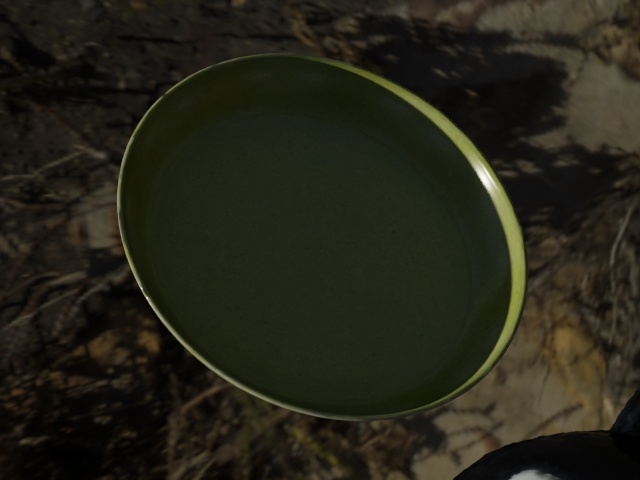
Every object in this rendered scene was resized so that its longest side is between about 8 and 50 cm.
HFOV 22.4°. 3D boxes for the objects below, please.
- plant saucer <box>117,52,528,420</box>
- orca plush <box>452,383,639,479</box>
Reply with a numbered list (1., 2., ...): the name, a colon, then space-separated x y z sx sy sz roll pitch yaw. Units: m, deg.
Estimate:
1. plant saucer: 0.000 0.000 0.913 0.241 0.241 0.037 40 144 7
2. orca plush: 0.180 0.095 0.687 0.287 0.151 0.102 0 86 -5
